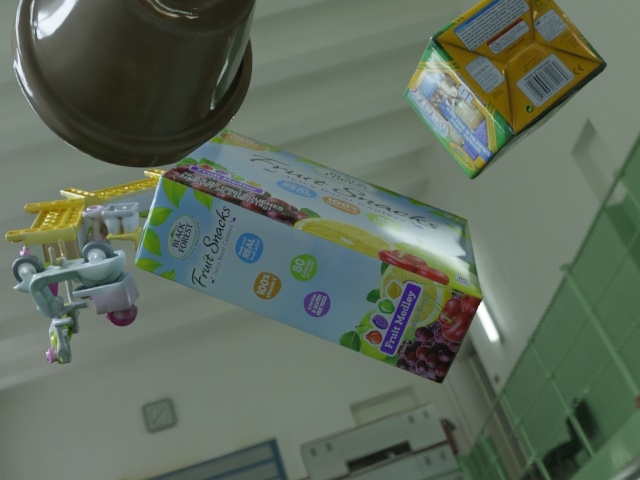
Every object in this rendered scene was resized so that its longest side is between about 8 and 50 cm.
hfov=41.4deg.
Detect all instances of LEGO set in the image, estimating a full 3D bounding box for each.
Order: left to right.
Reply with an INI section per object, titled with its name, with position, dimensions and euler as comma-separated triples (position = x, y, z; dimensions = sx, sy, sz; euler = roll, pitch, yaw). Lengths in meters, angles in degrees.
[LEGO set]
position = -0.159, 0.014, 0.687
dimensions = 0.132, 0.107, 0.287
euler = -1, 17, 13

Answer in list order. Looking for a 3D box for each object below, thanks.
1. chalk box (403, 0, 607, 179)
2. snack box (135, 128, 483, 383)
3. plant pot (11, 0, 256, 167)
[chalk box]
position = 0.254, -0.226, 1.266
dimensions = 0.180, 0.179, 0.289
euler = -37, -5, -11
[snack box]
position = 0.000, 0.000, 0.589
dimensions = 0.207, 0.174, 0.070
euler = 22, -72, 1
[plant pot]
position = -0.168, -0.228, 0.866
dimensions = 0.263, 0.263, 0.229
euler = -5, -9, -26
